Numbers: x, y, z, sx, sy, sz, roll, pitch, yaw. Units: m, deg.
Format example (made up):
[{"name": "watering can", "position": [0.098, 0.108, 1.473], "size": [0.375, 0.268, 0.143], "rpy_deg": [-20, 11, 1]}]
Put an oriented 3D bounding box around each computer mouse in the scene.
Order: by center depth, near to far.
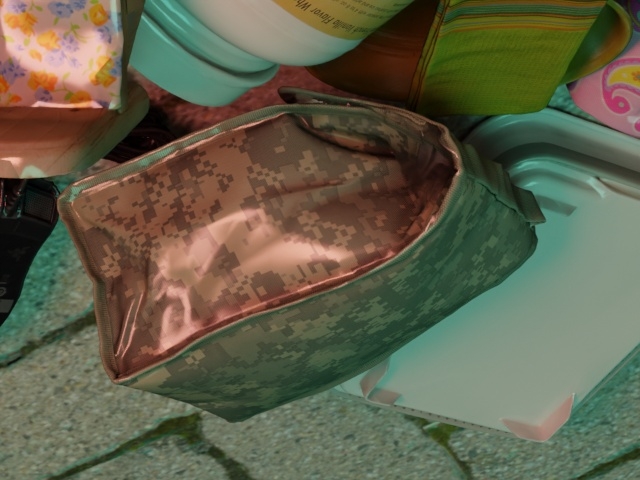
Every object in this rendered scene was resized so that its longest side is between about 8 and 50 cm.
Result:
[{"name": "computer mouse", "position": [-0.212, -0.017, 1.429], "size": [0.184, 0.060, 0.262], "rpy_deg": [-2, 140, -33]}]

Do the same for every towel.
[{"name": "towel", "position": [0.117, -0.121, 1.252], "size": [0.102, 0.021, 0.237], "rpy_deg": [0, 164, -5]}]

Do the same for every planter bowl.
[{"name": "planter bowl", "position": [0.092, -0.168, 1.288], "size": [0.217, 0.090, 0.217], "rpy_deg": [-3, 164, -1]}]

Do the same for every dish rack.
[{"name": "dish rack", "position": [0.169, 0.050, 1.599], "size": [0.285, 0.072, 0.333], "rpy_deg": [17, 130, -30]}]

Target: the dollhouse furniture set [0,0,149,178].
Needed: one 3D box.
[{"name": "dollhouse furniture set", "position": [-0.294, -0.213, 0.913], "size": [0.394, 0.256, 0.362], "rpy_deg": [2, 106, 8]}]

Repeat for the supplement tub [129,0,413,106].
[{"name": "supplement tub", "position": [0.006, -0.241, 1.098], "size": [0.316, 0.228, 0.228], "rpy_deg": [-36, 135, 23]}]

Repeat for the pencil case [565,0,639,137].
[{"name": "pencil case", "position": [0.256, -0.200, 1.303], "size": [0.124, 0.124, 0.284], "rpy_deg": [3, 135, -19]}]

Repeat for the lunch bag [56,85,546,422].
[{"name": "lunch bag", "position": [0.000, 0.000, 1.378], "size": [0.287, 0.169, 0.235], "rpy_deg": [-22, 162, 13]}]
